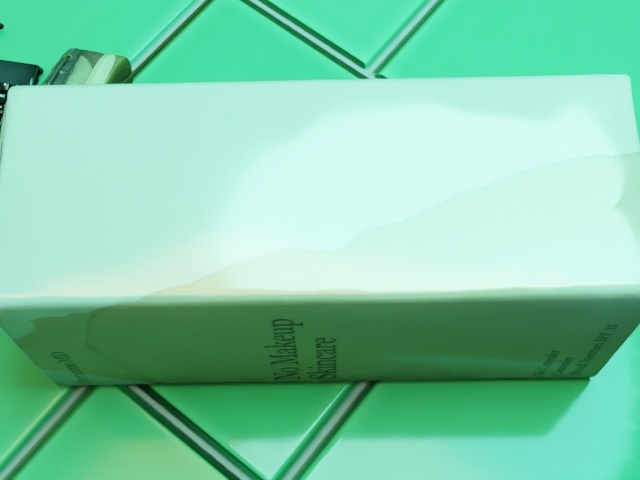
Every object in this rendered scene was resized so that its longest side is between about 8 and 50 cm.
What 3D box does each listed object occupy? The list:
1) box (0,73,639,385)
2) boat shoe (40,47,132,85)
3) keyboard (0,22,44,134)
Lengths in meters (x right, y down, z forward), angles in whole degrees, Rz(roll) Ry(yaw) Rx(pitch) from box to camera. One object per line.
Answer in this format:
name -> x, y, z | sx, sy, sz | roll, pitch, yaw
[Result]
box -> 0.000, 0.000, 0.531 | 0.310, 0.148, 0.121 | -2, 66, 2
boat shoe -> -0.168, -0.056, 0.611 | 0.049, 0.056, 0.152 | 19, 58, 14
keyboard -> -0.280, -0.112, 0.644 | 0.192, 0.038, 0.100 | 8, 66, 4
